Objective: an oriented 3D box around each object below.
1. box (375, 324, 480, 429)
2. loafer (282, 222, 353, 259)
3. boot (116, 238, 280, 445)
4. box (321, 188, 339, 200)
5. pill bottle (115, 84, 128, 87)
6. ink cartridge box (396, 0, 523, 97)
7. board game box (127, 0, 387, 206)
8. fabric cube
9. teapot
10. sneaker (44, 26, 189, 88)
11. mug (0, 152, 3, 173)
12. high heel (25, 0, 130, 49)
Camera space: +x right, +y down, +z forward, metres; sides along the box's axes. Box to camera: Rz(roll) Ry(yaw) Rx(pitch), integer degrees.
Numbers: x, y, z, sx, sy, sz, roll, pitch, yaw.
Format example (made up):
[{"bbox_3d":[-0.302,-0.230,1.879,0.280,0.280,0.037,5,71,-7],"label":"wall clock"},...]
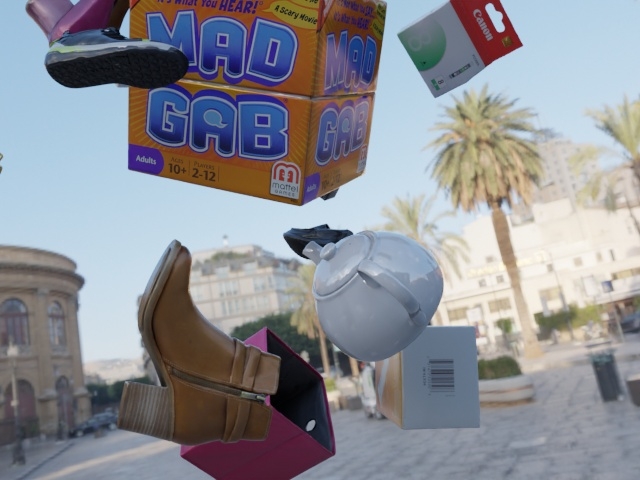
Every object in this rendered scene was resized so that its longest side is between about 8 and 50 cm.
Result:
[{"bbox_3d":[0.236,0.309,1.445,0.168,0.215,0.345,0,-9,-4],"label":"box"},{"bbox_3d":[0.000,0.000,1.529,0.220,0.078,0.080,11,-38,41],"label":"loafer"},{"bbox_3d":[-0.157,0.154,0.899,0.220,0.284,0.109,12,-14,-20],"label":"boot"},{"bbox_3d":[0.018,-0.150,1.506,0.052,0.062,0.083,-25,-33,-55],"label":"box"},{"bbox_3d":[-0.511,-0.510,1.825,0.193,0.108,0.108,-9,-13,-25],"label":"pill bottle"},{"bbox_3d":[0.313,-0.451,1.394,0.224,0.181,0.056,-22,25,35],"label":"ink cartridge box"},{"bbox_3d":[-0.111,-0.301,1.177,0.356,0.357,0.356,12,19,19],"label":"board game box"},{"bbox_3d":[-0.150,0.422,1.494,0.258,0.254,0.259,-34,-58,14],"label":"fabric cube"},{"bbox_3d":[0.076,0.073,1.066,0.187,0.253,0.256,42,-53,-20],"label":"teapot"},{"bbox_3d":[-0.315,-0.296,0.948,0.234,0.097,0.084,2,-28,7],"label":"sneaker"},{"bbox_3d":[-0.670,-0.142,1.214,0.064,0.078,0.062,33,-52,-13],"label":"mug"},{"bbox_3d":[-0.325,-0.446,1.106,0.377,0.181,0.127,-40,-7,-3],"label":"high heel"}]
